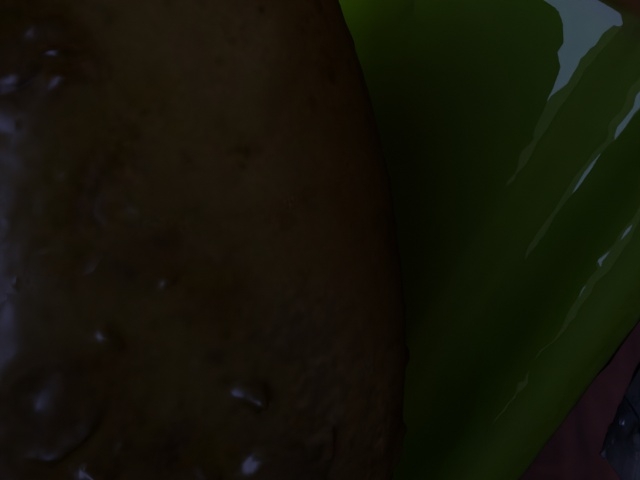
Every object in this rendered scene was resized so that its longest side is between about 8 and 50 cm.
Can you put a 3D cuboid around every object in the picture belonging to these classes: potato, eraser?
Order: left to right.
[{"bbox_3d":[-0.080,0.035,0.491,0.210,0.173,0.307,29,120,36],"label":"potato"},{"bbox_3d":[0.000,0.000,0.596,0.210,0.092,0.274,34,118,9],"label":"eraser"}]

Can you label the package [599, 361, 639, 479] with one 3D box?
[{"bbox_3d":[0.161,0.059,0.531,0.173,0.027,0.171,56,131,42],"label":"package"}]
